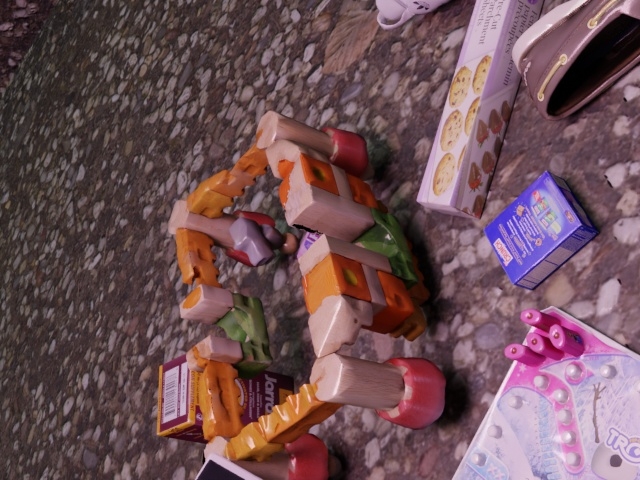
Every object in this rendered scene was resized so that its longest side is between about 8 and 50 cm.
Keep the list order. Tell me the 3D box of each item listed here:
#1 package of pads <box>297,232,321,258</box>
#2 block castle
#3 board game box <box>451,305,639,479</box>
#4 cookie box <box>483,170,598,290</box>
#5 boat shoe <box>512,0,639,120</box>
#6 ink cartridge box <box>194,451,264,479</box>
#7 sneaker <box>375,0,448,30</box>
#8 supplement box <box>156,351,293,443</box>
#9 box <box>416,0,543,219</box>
[{"bbox_3d":[0.000,0.000,1.341,0.050,0.032,0.083,29,97,50],"label":"package of pads"},{"bbox_3d":[-0.020,0.078,1.178,0.303,0.213,0.453,-41,48,33],"label":"block castle"},{"bbox_3d":[0.259,0.307,0.866,0.390,0.050,0.389,35,102,52],"label":"board game box"},{"bbox_3d":[0.252,-0.011,1.025,0.107,0.040,0.091,-46,43,28],"label":"cookie box"},{"bbox_3d":[0.349,-0.254,0.961,0.324,0.117,0.096,-38,52,40],"label":"boat shoe"},{"bbox_3d":[-0.122,0.415,1.119,0.065,0.165,0.332,-58,-6,-50],"label":"ink cartridge box"},{"bbox_3d":[0.141,-0.484,1.296,0.210,0.137,0.365,-27,57,38],"label":"sneaker"},{"bbox_3d":[-0.133,0.235,1.269,0.081,0.188,0.104,-28,54,40],"label":"supplement box"},{"bbox_3d":[0.208,-0.189,1.142,0.067,0.063,0.323,13,84,51],"label":"box"}]
